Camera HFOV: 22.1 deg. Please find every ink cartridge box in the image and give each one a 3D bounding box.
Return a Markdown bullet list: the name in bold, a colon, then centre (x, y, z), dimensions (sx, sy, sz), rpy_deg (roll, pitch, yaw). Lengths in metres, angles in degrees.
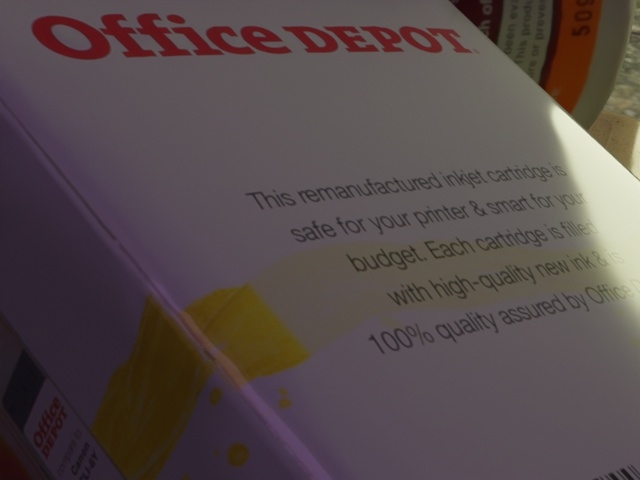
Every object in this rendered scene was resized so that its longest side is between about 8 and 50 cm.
- **ink cartridge box**: centre (0.038, 0.081, 0.546), dimensions (0.279, 0.160, 0.385), rpy_deg (-7, 48, -48)

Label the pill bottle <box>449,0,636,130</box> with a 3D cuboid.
- **pill bottle**: centre (-0.069, -0.133, 0.777), dimensions (0.392, 0.224, 0.224), rpy_deg (-6, 36, -22)

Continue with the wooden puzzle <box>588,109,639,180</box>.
- **wooden puzzle**: centre (0.000, 0.000, 0.875), dimensions (0.347, 0.081, 0.322), rpy_deg (18, 37, 10)
